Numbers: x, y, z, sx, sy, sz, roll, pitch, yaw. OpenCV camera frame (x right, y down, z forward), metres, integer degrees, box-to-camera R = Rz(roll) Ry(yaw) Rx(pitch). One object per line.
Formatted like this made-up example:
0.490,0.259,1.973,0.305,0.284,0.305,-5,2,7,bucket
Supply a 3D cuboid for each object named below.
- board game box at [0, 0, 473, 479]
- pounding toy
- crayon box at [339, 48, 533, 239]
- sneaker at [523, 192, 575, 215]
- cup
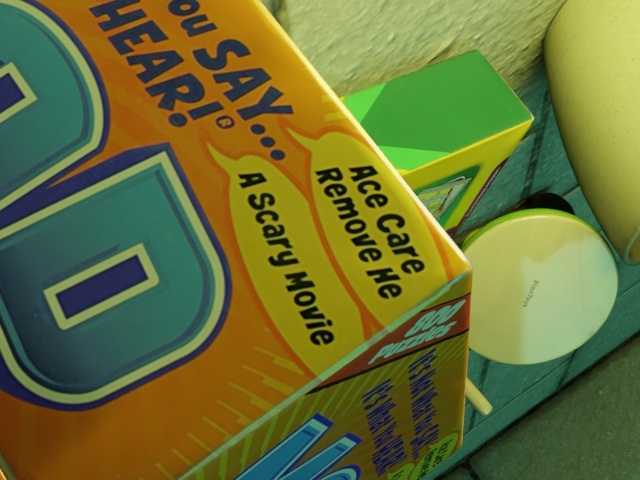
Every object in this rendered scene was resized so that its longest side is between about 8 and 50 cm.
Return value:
-0.171,0.037,0.647,0.356,0.356,0.356,-35,161,-7,board game box
0.197,0.047,1.352,0.237,0.183,0.110,-42,-156,17,pounding toy
0.000,0.000,1.236,0.313,0.106,0.363,-22,157,-34,crayon box
0.252,0.055,1.755,0.270,0.090,0.145,-45,168,-34,sneaker
0.370,-0.169,1.292,0.331,0.237,0.331,-32,159,-13,cup
